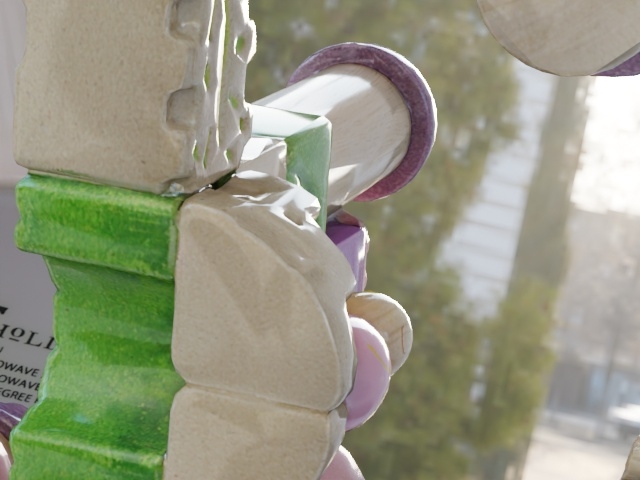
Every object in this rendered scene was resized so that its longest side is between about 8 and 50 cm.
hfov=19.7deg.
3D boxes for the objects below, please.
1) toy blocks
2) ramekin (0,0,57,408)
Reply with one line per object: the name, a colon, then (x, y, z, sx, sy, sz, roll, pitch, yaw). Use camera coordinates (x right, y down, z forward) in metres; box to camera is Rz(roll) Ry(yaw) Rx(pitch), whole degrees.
toy blocks: (0.000, 0.000, 0.545, 0.309, 0.288, 0.260, 9, 16, 18)
ramekin: (-0.157, 0.024, 0.785, 0.273, 0.273, 0.127, 14, 32, -28)
